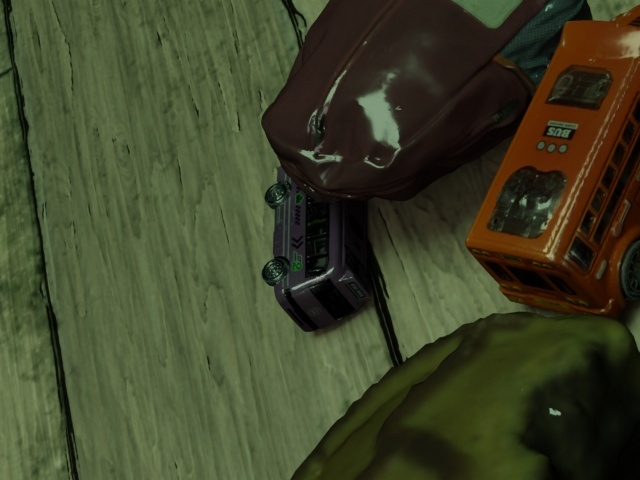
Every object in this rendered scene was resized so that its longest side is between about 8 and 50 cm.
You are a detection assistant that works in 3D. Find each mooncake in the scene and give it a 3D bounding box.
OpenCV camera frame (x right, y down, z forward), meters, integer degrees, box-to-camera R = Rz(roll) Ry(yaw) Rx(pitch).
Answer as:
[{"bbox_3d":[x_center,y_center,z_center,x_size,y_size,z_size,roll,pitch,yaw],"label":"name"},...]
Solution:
[{"bbox_3d":[0.143,0.253,1.483,0.393,0.246,0.394,-34,27,-3],"label":"mooncake"}]

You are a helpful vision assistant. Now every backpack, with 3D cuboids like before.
[{"bbox_3d":[0.095,-0.157,1.910,0.283,0.197,0.317,21,62,41],"label":"backpack"}]

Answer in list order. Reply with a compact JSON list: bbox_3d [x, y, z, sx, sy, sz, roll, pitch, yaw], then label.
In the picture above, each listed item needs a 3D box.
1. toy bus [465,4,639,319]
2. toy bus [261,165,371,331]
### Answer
[{"bbox_3d":[0.269,-0.096,1.775,0.143,0.153,0.329,13,69,44],"label":"toy bus"},{"bbox_3d":[0.000,0.000,1.960,0.098,0.087,0.178,-15,50,21],"label":"toy bus"}]
